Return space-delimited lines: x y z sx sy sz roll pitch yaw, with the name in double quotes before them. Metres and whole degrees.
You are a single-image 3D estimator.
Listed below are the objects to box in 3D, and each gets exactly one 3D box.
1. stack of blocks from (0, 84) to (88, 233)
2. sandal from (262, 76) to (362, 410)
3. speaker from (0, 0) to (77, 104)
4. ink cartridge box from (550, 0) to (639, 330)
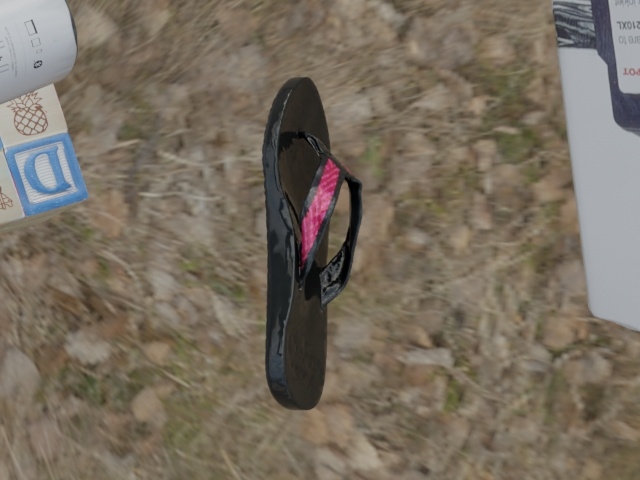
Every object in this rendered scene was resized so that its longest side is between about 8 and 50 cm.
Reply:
"stack of blocks" -0.304 -0.057 1.010 0.297 0.087 0.171 -18 90 -29
"sandal" 0.000 0.000 0.913 0.040 0.067 0.179 -10 68 25
"speaker" -0.169 -0.071 0.727 0.136 0.055 0.055 -29 99 -39
"ink cartridge box" 0.150 -0.103 0.496 0.172 0.100 0.237 -32 124 -34
